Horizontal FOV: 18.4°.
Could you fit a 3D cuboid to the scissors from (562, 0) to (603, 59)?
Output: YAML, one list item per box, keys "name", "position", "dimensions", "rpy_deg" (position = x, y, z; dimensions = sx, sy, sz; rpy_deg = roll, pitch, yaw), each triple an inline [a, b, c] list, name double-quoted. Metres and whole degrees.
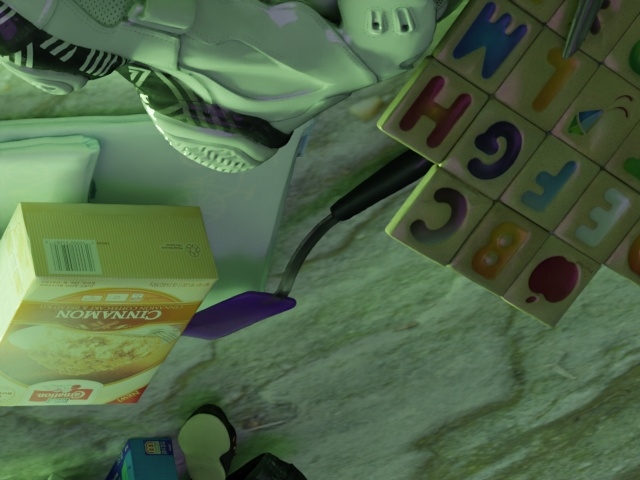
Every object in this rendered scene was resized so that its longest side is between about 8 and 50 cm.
- name: "scissors"
  position: [0.195, -0.237, 1.187]
  dimensions: [0.109, 0.021, 0.297]
  rpy_deg: [10, 126, -39]

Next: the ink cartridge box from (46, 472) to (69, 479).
- name: "ink cartridge box"
  position: [-0.270, 0.308, 1.852]
  dimensions: [0.063, 0.109, 0.150]
  rpy_deg: [32, 109, -12]

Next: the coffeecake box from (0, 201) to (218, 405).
- name: "coffeecake box"
  position: [-0.179, 0.051, 1.480]
  dimensions: [0.142, 0.068, 0.185]
  rpy_deg: [1, 146, -27]

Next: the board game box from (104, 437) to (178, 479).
- name: "board game box"
  position: [-0.166, 0.315, 1.858]
  dimensions: [0.047, 0.210, 0.160]
  rpy_deg: [1, 146, -24]

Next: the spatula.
- name: "spatula"
  position: [0.000, 0.000, 1.547]
  dimensions: [0.296, 0.030, 0.084]
  rpy_deg: [-40, 154, 22]

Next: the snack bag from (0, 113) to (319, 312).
- name: "snack bag"
  position: [-0.184, 0.007, 1.508]
  dimensions: [0.342, 0.037, 0.323]
  rpy_deg: [-5, 149, -14]

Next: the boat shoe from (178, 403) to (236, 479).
- name: "boat shoe"
  position: [-0.103, 0.183, 1.834]
  dimensions: [0.049, 0.042, 0.133]
  rpy_deg: [12, 149, 7]

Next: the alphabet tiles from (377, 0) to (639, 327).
- name: "alphabet tiles"
  position: [0.204, -0.106, 1.319]
  dimensions: [0.285, 0.011, 0.342]
  rpy_deg: [29, 103, -37]

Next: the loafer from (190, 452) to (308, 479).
- name: "loafer"
  position: [-0.108, 0.263, 1.946]
  dimensions: [0.223, 0.076, 0.078]
  rpy_deg: [-27, 112, 34]

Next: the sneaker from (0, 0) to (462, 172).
- name: "sneaker"
  position: [-0.062, -0.168, 1.172]
  dimensions: [0.210, 0.137, 0.366]
  rpy_deg: [-27, 152, 20]
